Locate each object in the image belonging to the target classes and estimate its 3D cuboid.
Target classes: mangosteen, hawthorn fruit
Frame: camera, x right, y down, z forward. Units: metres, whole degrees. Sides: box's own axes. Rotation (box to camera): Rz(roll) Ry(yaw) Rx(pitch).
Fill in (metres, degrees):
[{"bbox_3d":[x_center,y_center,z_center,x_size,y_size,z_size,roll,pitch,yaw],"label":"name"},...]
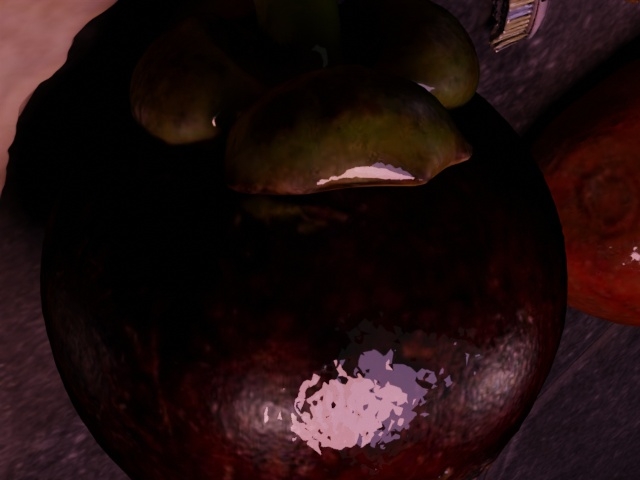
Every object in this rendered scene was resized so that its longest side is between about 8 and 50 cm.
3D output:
[{"bbox_3d":[-0.004,0.010,0.999,0.330,0.330,0.330,-29,150,-19],"label":"mangosteen"},{"bbox_3d":[0.249,-0.030,1.360,0.261,0.224,0.224,-16,149,-2],"label":"hawthorn fruit"}]

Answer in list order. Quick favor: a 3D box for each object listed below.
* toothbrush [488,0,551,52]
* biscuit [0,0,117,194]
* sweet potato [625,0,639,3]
[{"bbox_3d":[0.132,-0.256,1.063,0.042,0.035,0.413,-25,149,-15],"label":"toothbrush"},{"bbox_3d":[-0.208,-0.090,0.892,0.204,0.040,0.309,-3,134,-48],"label":"biscuit"},{"bbox_3d":[0.216,-0.275,1.048,0.131,0.131,0.337,-30,150,-18],"label":"sweet potato"}]
